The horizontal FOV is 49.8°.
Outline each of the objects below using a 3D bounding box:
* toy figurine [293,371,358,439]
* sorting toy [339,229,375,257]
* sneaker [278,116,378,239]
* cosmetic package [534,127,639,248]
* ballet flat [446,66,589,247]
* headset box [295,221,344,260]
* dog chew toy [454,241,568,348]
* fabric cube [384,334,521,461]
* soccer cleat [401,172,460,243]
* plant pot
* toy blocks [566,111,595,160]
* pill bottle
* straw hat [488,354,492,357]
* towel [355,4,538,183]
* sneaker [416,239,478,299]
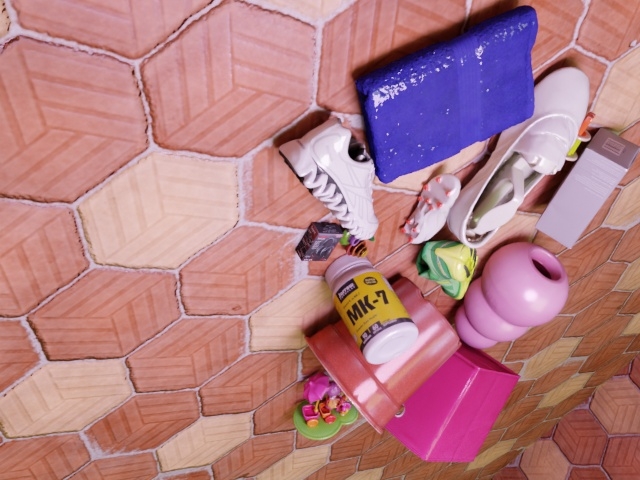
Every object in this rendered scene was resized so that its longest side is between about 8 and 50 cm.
[{"bbox_3d":[0.017,0.402,1.748,0.173,0.130,0.159,-7,132,-10],"label":"toy figurine"},{"bbox_3d":[0.075,0.003,1.341,0.061,0.042,0.102,-45,157,-6],"label":"sorting toy"},{"bbox_3d":[0.047,-0.096,1.158,0.118,0.110,0.292,-41,146,3],"label":"sneaker"},{"bbox_3d":[0.579,-0.112,1.509,0.127,0.107,0.238,-43,158,-42],"label":"cosmetic package"},{"bbox_3d":[0.384,-0.136,1.316,0.139,0.139,0.400,3,134,-39],"label":"ballet flat"},{"bbox_3d":[0.000,0.000,1.302,0.062,0.032,0.083,2,136,-39],"label":"headset box"},{"bbox_3d":[0.452,0.154,1.708,0.206,0.207,0.332,-3,145,-35],"label":"dog chew toy"},{"bbox_3d":[0.299,0.378,1.749,0.259,0.254,0.258,21,100,-48],"label":"fabric cube"},{"bbox_3d":[0.228,-0.066,1.370,0.076,0.068,0.196,-13,149,-33],"label":"soccer cleat"},{"bbox_3d":[0.151,0.238,1.539,0.265,0.272,0.272,-39,146,-3],"label":"plant pot"},{"bbox_3d":[0.502,-0.230,1.376,0.123,0.054,0.148,-8,139,-29],"label":"toy blocks"},{"bbox_3d":[0.096,0.131,1.384,0.119,0.209,0.119,-21,145,-15],"label":"pill bottle"},{"bbox_3d":[0.450,0.376,2.092,0.144,0.144,0.061,-41,104,14],"label":"straw hat"},{"bbox_3d":[0.208,-0.238,1.134,0.308,0.076,0.228,-25,138,-7],"label":"towel"},{"bbox_3d":[0.280,0.051,1.533,0.110,0.123,0.295,-67,163,-11],"label":"sneaker"}]
